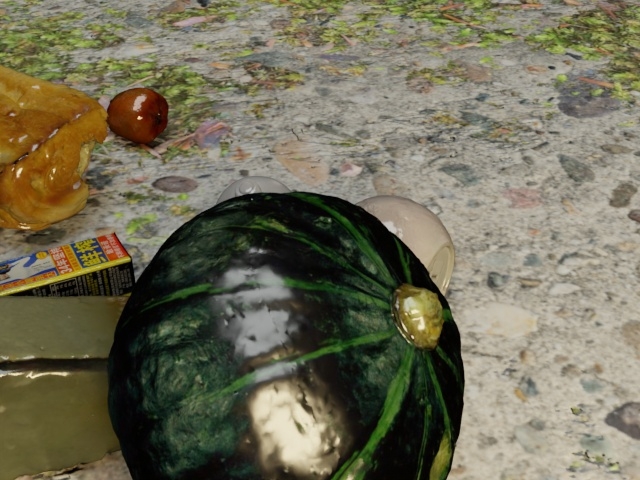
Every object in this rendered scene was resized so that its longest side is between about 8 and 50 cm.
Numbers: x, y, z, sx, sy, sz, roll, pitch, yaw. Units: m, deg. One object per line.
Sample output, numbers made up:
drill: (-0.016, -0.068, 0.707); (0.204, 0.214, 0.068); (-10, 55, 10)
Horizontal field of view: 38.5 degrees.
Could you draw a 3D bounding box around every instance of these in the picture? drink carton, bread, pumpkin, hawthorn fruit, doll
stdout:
drink carton: (-0.292, 0.047, 1.003); (0.166, 0.056, 0.071); (-16, 31, -21)
bread: (-0.427, -0.125, 1.163); (0.344, 0.148, 0.195); (23, 53, 27)
pumpkin: (-0.008, 0.103, 0.726); (0.238, 0.315, 0.315); (-29, 21, 34)
hawthorn fruit: (-0.267, -0.179, 1.297); (0.093, 0.081, 0.081); (13, 38, 21)
doll: (0.000, 0.000, 1.002); (0.287, 0.151, 0.151); (18, 39, 27)

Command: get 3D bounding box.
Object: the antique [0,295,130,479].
antique: (-0.214, 0.123, 0.844); (0.284, 0.150, 0.125); (-4, 35, -20)
